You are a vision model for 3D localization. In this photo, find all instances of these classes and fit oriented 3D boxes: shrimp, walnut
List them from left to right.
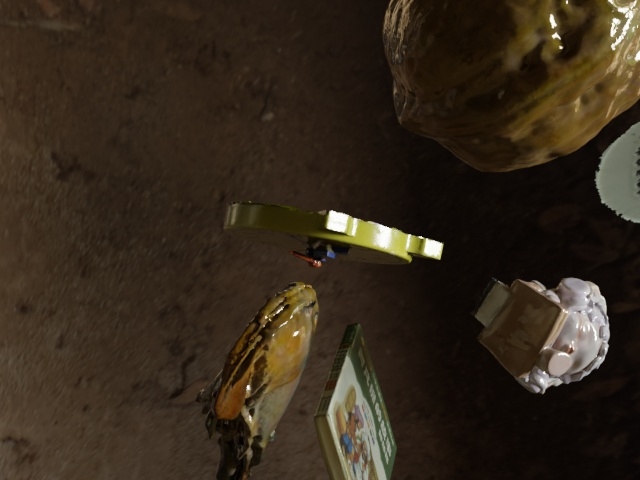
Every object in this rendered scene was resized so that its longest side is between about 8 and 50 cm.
[{"bbox_3d":[-0.073,0.135,0.936,0.066,0.262,0.117,38,33,25],"label":"shrimp"},{"bbox_3d":[0.234,-0.242,1.401,0.344,0.306,0.306,-37,88,7],"label":"walnut"}]

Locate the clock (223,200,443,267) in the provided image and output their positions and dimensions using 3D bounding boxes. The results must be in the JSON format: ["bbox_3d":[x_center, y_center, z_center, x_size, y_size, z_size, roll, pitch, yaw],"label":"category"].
[{"bbox_3d":[-0.002,0.004,1.697,0.277,0.293,0.071,14,84,-35],"label":"clock"}]

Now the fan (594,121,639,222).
[{"bbox_3d":[0.444,-0.102,1.220,0.329,0.191,0.009,-16,49,4],"label":"fan"}]

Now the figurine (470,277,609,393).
[{"bbox_3d":[0.301,0.122,1.503,0.141,0.237,0.162,36,98,35],"label":"figurine"}]

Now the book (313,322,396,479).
[{"bbox_3d":[0.048,0.249,1.506,0.027,0.264,0.202,-13,107,14],"label":"book"}]
